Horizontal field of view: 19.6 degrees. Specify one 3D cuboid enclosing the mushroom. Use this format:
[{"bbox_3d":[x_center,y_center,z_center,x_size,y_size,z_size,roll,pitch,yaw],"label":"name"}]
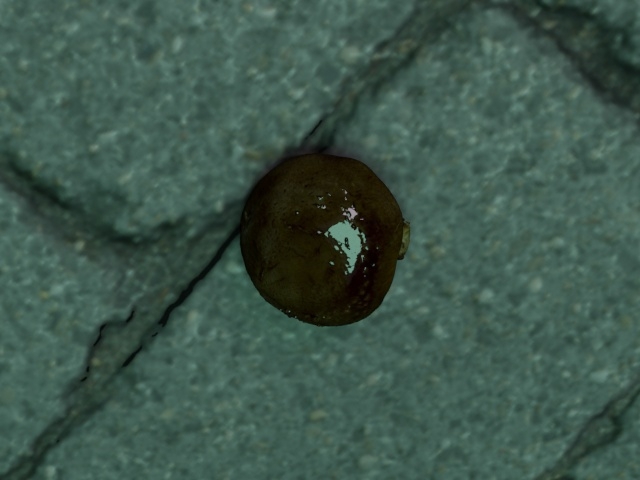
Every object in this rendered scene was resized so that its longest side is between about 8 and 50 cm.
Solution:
[{"bbox_3d":[0.000,0.000,1.294,0.127,0.087,0.127,5,110,15],"label":"mushroom"}]
